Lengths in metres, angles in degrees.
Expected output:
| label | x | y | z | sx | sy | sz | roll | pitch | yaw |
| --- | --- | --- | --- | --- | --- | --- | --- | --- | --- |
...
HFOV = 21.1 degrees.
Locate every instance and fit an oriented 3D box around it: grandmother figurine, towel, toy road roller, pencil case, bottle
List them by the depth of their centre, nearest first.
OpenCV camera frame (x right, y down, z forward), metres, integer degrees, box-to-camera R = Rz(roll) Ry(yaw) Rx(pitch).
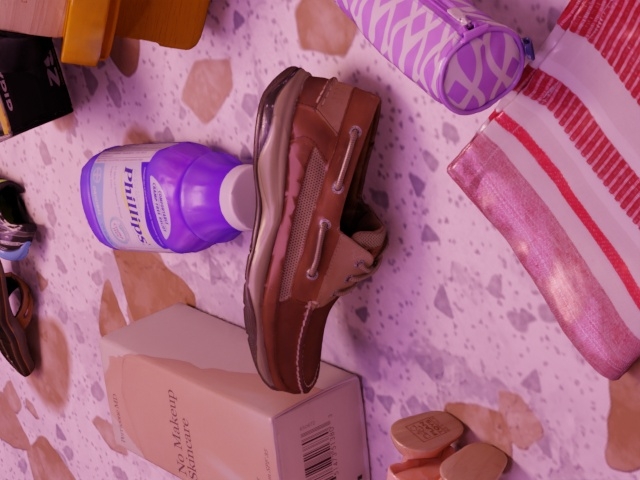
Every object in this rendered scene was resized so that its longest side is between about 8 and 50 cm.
| label | x | y | z | sx | sy | sz | roll | pitch | yaw |
| --- | --- | --- | --- | --- | --- | --- | --- | --- | --- |
| towel | 0.239 | -0.061 | 1.350 | 0.237 | 0.037 | 0.329 | 54 | 142 | 17 |
| pencil case | 0.083 | -0.183 | 1.415 | 0.206 | 0.086 | 0.088 | 46 | 169 | 45 |
| grandmother figurine | 0.095 | 0.333 | 1.699 | 0.208 | 0.104 | 0.342 | 42 | 135 | 45 |
| toy road roller | -0.227 | -0.312 | 1.734 | 0.329 | 0.241 | 0.202 | -93 | 16 | -46 |
| bottle | -0.148 | -0.045 | 1.817 | 0.283 | 0.092 | 0.118 | 3 | 109 | 52 |

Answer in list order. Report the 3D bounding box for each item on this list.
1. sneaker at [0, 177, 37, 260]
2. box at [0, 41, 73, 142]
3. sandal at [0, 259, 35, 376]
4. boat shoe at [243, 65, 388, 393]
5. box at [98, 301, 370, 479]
| label | x | y | z | sx | sy | sz | roll | pitch | yaw |
| --- | --- | --- | --- | --- | --- | --- | --- | --- | --- |
| sneaker | -0.417 | -0.061 | 2.201 | 0.078 | 0.067 | 0.188 | -50 | 64 | 29 |
| box | -0.381 | -0.270 | 1.886 | 0.257 | 0.079 | 0.322 | -60 | -45 | -79 |
| sandal | -0.405 | 0.088 | 2.264 | 0.090 | 0.060 | 0.219 | 37 | 149 | 45 |
| boat shoe | 0.000 | 0.000 | 1.616 | 0.120 | 0.122 | 0.324 | 9 | 117 | 12 |
| box | -0.096 | 0.184 | 1.846 | 0.311 | 0.121 | 0.148 | 17 | 122 | 48 |
